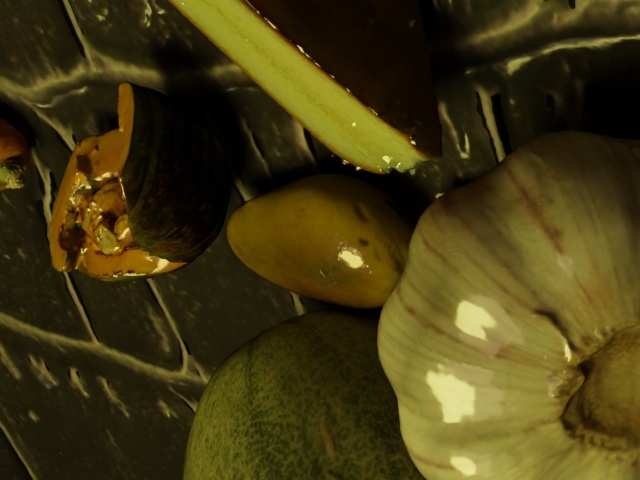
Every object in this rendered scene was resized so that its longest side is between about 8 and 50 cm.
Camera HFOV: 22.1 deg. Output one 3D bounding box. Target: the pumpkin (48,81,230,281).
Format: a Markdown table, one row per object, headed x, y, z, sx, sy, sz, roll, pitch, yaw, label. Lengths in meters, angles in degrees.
| x | y | z | sx | sy | sz | roll | pitch | yaw | label |
| --- | --- | --- | --- | --- | --- | --- | --- | --- | --- |
| -0.122 | -0.034 | 1.182 | 0.107 | 0.119 | 0.183 | 10 | 160 | -25 | pumpkin |

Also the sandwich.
| x | y | z | sx | sy | sz | roll | pitch | yaw | label |
| --- | --- | --- | --- | --- | --- | --- | --- | --- | --- |
| -0.016 | -0.144 | 0.990 | 0.244 | 0.088 | 0.090 | 40 | 154 | -12 | sandwich |

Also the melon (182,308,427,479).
| x | y | z | sx | sy | sz | roll | pitch | yaw | label |
| --- | --- | --- | --- | --- | --- | --- | --- | --- | --- |
| 0.031 | 0.208 | 1.139 | 0.248 | 0.248 | 0.329 | -47 | 61 | 55 | melon |

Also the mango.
| x | y | z | sx | sy | sz | roll | pitch | yaw | label |
| --- | --- | --- | --- | --- | --- | --- | --- | --- | --- |
| 0.000 | 0.000 | 1.149 | 0.161 | 0.076 | 0.103 | 5 | 138 | 43 | mango |

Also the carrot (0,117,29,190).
| x | y | z | sx | sy | sz | roll | pitch | yaw | label |
| --- | --- | --- | --- | --- | --- | --- | --- | --- | --- |
| -0.328 | -0.099 | 1.346 | 0.256 | 0.061 | 0.061 | 25 | 145 | 32 | carrot |

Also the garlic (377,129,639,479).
| x | y | z | sx | sy | sz | roll | pitch | yaw | label |
| --- | --- | --- | --- | --- | --- | --- | --- | --- | --- |
| 0.134 | 0.033 | 0.999 | 0.245 | 0.245 | 0.253 | 62 | 175 | -32 | garlic |
